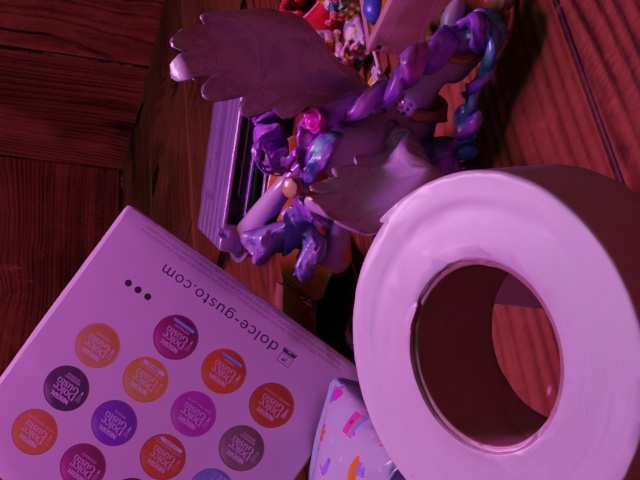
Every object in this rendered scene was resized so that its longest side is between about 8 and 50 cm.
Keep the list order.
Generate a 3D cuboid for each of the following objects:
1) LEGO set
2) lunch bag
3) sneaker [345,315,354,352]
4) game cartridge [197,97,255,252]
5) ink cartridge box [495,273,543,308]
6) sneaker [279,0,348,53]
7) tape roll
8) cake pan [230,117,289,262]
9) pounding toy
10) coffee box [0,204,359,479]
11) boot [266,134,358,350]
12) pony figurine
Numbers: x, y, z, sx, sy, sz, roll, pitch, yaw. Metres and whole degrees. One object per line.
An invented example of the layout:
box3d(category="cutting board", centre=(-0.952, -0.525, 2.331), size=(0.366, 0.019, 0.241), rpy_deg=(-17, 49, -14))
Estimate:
box3d(category="LEGO set", centre=(0.029, -0.267, 1.560), size=(0.287, 0.132, 0.107), rpy_deg=(82, 177, -60))
box3d(category="lunch bag", centre=(0.068, 0.311, 1.204), size=(0.223, 0.160, 0.262), rpy_deg=(-135, 59, -67))
box3d(category="sneaker", centre=(0.083, 0.127, 1.403), size=(0.076, 0.065, 0.166), rpy_deg=(-59, 29, 19))
box3d(category="game cartridge", centre=(-0.155, -0.172, 2.066), size=(0.230, 0.068, 0.355), rpy_deg=(-137, 55, -74))
box3d(category="ink cartridge box", centre=(0.176, 0.008, 1.047), size=(0.135, 0.099, 0.056), rpy_deg=(-118, 39, -62))
box3d(category="sneaker", centre=(-0.008, -0.324, 1.719), size=(0.107, 0.118, 0.279), rpy_deg=(-100, 23, -43))
box3d(category="tape roll", centre=(0.156, 0.081, 0.895), size=(0.286, 0.100, 0.286), rpy_deg=(10, 103, 47))
box3d(category="cake pan", centre=(-0.114, -0.102, 2.094), size=(0.293, 0.054, 0.293), rpy_deg=(-174, 90, -73))
box3d(category="pounding toy", centre=(0.089, -0.314, 1.446), size=(0.206, 0.094, 0.181), rpy_deg=(119, 152, -50))
box3d(category="coffee box", centre=(-0.184, 0.207, 1.431), size=(0.334, 0.337, 0.338), rpy_deg=(-54, -1, -8))
box3d(category="boot", centre=(-0.001, 0.001, 1.649), size=(0.211, 0.104, 0.295), rpy_deg=(-159, 70, -67))
box3d(category="pony figurine", centre=(0.034, -0.107, 1.216), size=(0.303, 0.351, 0.363), rpy_deg=(51, 143, 18))
